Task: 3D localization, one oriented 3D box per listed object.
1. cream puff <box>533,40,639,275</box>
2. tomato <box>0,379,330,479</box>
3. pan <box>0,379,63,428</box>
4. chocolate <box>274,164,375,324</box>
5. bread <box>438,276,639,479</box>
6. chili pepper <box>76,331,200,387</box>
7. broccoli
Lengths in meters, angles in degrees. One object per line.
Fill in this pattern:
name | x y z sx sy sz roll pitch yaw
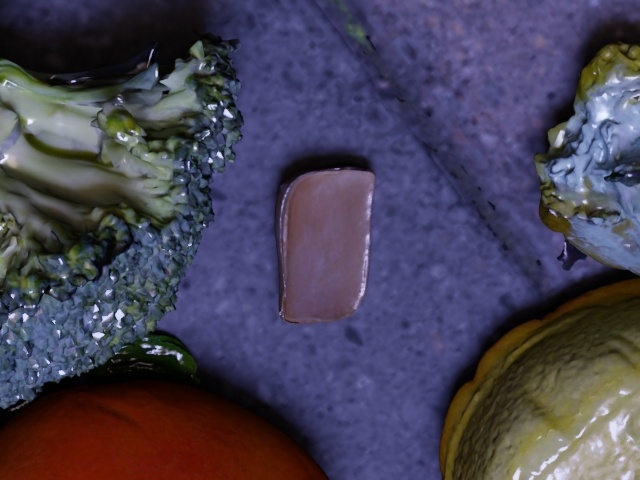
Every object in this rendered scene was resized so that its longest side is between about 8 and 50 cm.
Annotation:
cream puff | 0.208 -0.046 0.966 0.121 0.156 0.156 17 108 -42
tomato | -0.107 0.205 0.989 0.260 0.180 0.259 -4 114 -9
pan | -0.175 0.101 1.036 0.115 0.023 0.068 31 103 -24
chocolate | 0.000 0.000 1.014 0.065 0.031 0.100 -8 113 -20
bread | 0.208 0.162 1.021 0.270 0.148 0.269 -2 104 -7
chili pepper | -0.119 0.072 1.031 0.091 0.034 0.030 11 137 -10
broccoli | -0.237 -0.056 0.902 0.361 0.221 0.252 24 97 0
